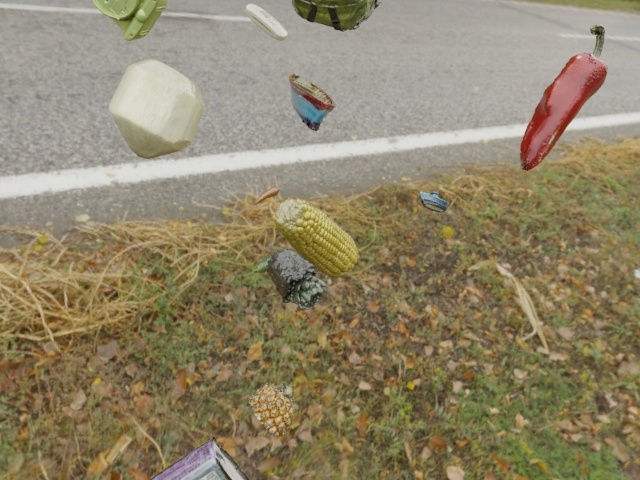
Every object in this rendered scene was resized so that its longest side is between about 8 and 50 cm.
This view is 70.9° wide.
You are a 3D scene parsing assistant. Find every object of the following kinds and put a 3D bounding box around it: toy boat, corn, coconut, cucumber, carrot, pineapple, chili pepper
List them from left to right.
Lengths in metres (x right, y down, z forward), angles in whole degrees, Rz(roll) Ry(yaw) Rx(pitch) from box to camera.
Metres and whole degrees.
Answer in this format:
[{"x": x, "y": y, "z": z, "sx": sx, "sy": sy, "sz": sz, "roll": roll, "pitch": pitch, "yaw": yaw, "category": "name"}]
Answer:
[{"x": -0.467, "y": -0.362, "z": 1.283, "sx": 0.237, "sy": 0.266, "sz": 0.237, "roll": 25, "pitch": 0, "yaw": 0, "category": "coconut"}, {"x": -0.209, "y": -0.179, "z": 1.774, "sx": 0.035, "sy": 0.035, "sz": 0.142, "roll": 32, "pitch": 44, "yaw": 22, "category": "carrot"}, {"x": -0.232, "y": 0.103, "z": 2.231, "sx": 0.227, "sy": 0.069, "sz": 0.069, "roll": -31, "pitch": 55, "yaw": -27, "category": "cucumber"}, {"x": -0.130, "y": 0.520, "z": 1.447, "sx": 0.161, "sy": 0.176, "sz": 0.137, "roll": 44, "pitch": 87, "yaw": 10, "category": "pineapple"}, {"x": -0.027, "y": -0.383, "z": 1.224, "sx": 0.136, "sy": 0.079, "sz": 0.392, "roll": 19, "pitch": 25, "yaw": -19, "category": "toy boat"}, {"x": 0.000, "y": 0.000, "z": 1.163, "sx": 0.130, "sy": 0.347, "sz": 0.130, "roll": -13, "pitch": 58, "yaw": 23, "category": "corn"}, {"x": 0.402, "y": -0.143, "z": 1.607, "sx": 0.137, "sy": 0.060, "sz": 0.061, "roll": 12, "pitch": 67, "yaw": -34, "category": "toy boat"}, {"x": 0.615, "y": -0.350, "z": 1.136, "sx": 0.110, "sy": 0.388, "sz": 0.110, "roll": 31, "pitch": 9, "yaw": -6, "category": "chili pepper"}]

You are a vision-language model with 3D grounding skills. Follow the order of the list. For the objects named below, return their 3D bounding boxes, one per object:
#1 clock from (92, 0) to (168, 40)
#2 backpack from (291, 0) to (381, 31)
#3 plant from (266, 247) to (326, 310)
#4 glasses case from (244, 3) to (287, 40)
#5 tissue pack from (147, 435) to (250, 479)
[{"x": -0.690, "y": -0.867, "z": 1.532, "sx": 0.308, "sy": 0.235, "sz": 0.096, "roll": 45, "pitch": 31, "yaw": -12, "category": "clock"}, {"x": 0.039, "y": -0.580, "z": 1.033, "sx": 0.207, "sy": 0.140, "sz": 0.253, "roll": 15, "pitch": 56, "yaw": 10, "category": "backpack"}, {"x": -0.077, "y": 0.122, "z": 1.416, "sx": 0.129, "sy": 0.132, "sz": 0.194, "roll": -31, "pitch": 62, "yaw": -26, "category": "plant"}, {"x": -0.093, "y": -0.374, "z": 0.772, "sx": 0.083, "sy": 0.021, "sz": 0.032, "roll": 39, "pitch": 42, "yaw": -2, "category": "glasses case"}, {"x": -0.375, "y": 0.733, "z": 1.202, "sx": 0.361, "sy": 0.259, "sz": 0.122, "roll": -32, "pitch": 24, "yaw": -7, "category": "tissue pack"}]
